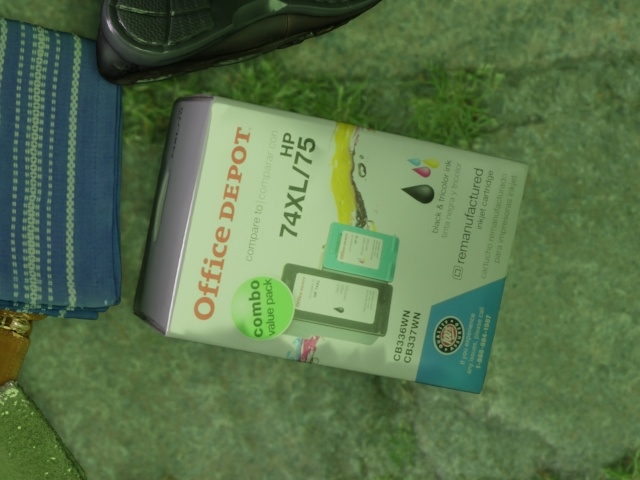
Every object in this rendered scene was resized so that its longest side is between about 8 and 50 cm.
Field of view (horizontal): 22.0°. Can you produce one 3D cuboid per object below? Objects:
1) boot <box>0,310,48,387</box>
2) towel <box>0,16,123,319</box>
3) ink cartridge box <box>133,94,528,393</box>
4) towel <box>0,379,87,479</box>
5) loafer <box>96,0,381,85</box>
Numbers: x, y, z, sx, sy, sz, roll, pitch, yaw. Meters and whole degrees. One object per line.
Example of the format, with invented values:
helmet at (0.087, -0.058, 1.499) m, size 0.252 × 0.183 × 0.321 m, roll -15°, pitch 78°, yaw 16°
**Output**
boot at (-0.312, -0.024, 1.366) m, size 0.211 × 0.104 × 0.295 m, roll 11°, pitch 97°, yaw -20°
towel at (-0.293, -0.071, 1.294) m, size 0.336 × 0.040 × 0.243 m, roll 9°, pitch 78°, yaw -43°
ink cartridge box at (0.000, 0.000, 1.388) m, size 0.270 × 0.197 × 0.198 m, roll 11°, pitch 91°, yaw -15°
towel at (-0.267, 0.194, 1.399) m, size 0.110 × 0.027 × 0.148 m, roll -31°, pitch 125°, yaw -9°
loafer at (-0.060, -0.208, 1.415) m, size 0.303 × 0.095 × 0.109 m, roll -22°, pitch 77°, yaw -28°
